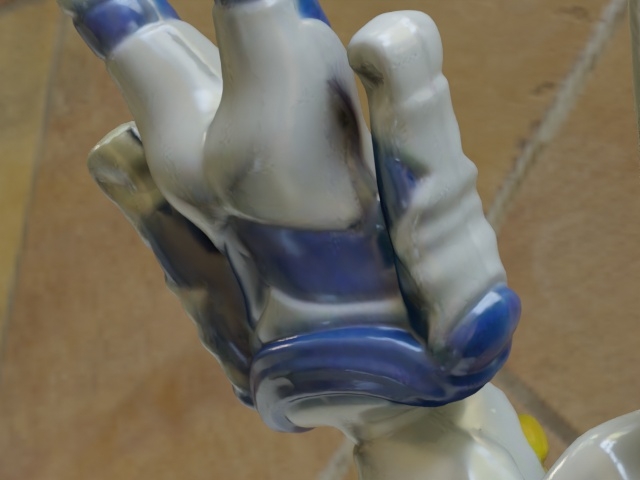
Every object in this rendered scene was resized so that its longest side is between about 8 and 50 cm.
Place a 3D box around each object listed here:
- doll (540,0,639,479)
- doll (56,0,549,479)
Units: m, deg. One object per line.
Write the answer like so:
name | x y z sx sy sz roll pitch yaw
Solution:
doll | 0.174 0.098 0.242 0.423 0.161 0.348 18 133 62
doll | 0.000 0.000 0.447 0.114 0.057 0.227 -14 103 46
